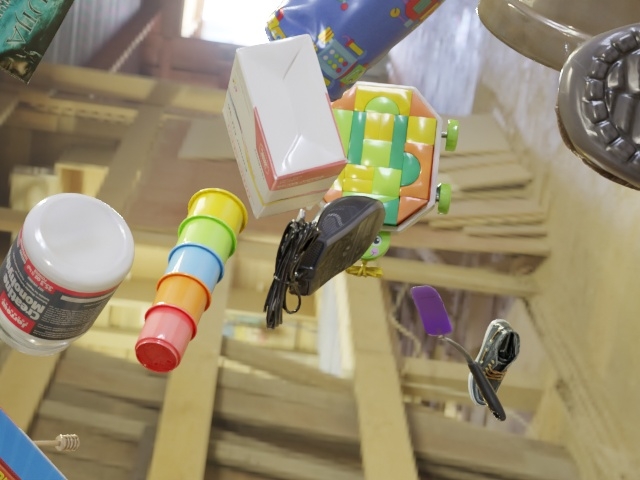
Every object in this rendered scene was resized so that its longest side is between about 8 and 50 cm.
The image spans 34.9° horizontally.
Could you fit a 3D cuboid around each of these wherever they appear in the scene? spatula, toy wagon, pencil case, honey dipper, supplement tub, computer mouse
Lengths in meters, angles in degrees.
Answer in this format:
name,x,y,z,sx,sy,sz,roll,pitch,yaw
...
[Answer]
name,x,y,z,sx,sy,sz,roll,pitch,yaw
spatula,0.256,0.208,1.837,0.030,0.296,0.084,-41,12,-28
toy wagon,0.099,-0.106,1.789,0.068,0.267,0.344,75,-158,-77
pencil case,0.074,-0.294,1.100,0.306,0.133,0.119,-43,-21,16
honey dipper,-0.511,0.373,1.860,0.160,0.030,0.030,11,-95,-54
supplement tub,-0.454,0.064,1.763,0.272,0.191,0.191,-48,27,42
computer mouse,0.000,0.000,1.476,0.272,0.072,0.188,-32,-32,-51

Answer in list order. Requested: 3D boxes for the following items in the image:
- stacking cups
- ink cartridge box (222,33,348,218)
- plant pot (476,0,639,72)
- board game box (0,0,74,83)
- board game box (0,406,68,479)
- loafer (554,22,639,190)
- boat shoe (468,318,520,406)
name,x,y,z,sx,sy,sz,roll,pitch,yaw
stacking cups,-0.188,0.049,1.434,0.316,0.096,0.096,-71,-7,-52
ink cartridge box,-0.038,-0.090,0.905,0.198,0.067,0.115,128,126,-76
plant pot,0.441,-0.435,1.574,0.323,0.323,0.280,-87,12,-54
board game box,-0.411,-0.327,1.418,0.186,0.026,0.126,-62,-32,-4
board game box,-0.330,0.224,0.978,0.086,0.302,0.308,-46,-51,-23
loafer,0.329,-0.078,0.796,0.130,0.366,0.134,177,100,-69
boat shoe,0.342,0.250,2.006,0.083,0.065,0.183,-120,42,-78
